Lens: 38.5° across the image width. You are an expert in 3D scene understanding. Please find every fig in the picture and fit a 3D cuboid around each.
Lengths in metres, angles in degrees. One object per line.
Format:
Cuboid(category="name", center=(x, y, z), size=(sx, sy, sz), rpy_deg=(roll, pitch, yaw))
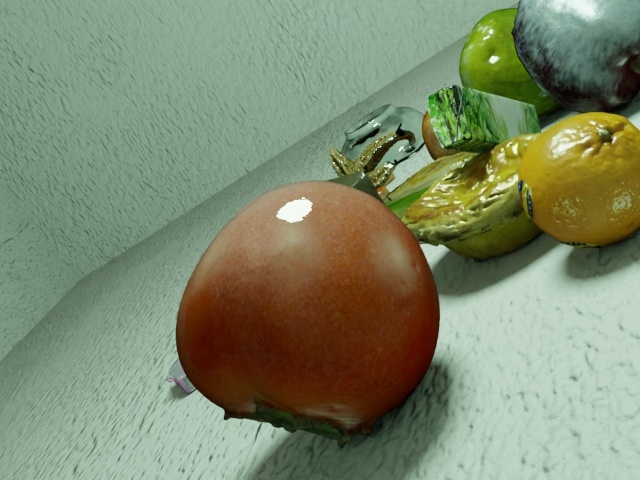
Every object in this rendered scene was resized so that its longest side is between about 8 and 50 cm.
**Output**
Cuboid(category="fig", center=(0.426, -0.321, 1.786), size=(0.233, 0.314, 0.233), rpy_deg=(-62, -5, -10))

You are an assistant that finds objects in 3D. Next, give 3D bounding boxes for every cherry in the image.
Cuboid(category="cherry", center=(0.473, -0.348, 1.567), size=(0.218, 0.296, 0.255), rpy_deg=(-6, -49, -54))

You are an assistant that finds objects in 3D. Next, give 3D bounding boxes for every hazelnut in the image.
Cuboid(category="hazelnut", center=(0.288, -0.225, 1.904), size=(0.150, 0.150, 0.150), rpy_deg=(-33, 13, 9))

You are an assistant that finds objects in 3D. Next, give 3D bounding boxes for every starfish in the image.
Cuboid(category="starfish", center=(0.076, -0.106, 1.821), size=(0.303, 0.113, 0.312), rpy_deg=(-61, 18, 15))

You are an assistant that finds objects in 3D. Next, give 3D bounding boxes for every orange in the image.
Cuboid(category="orange", center=(0.335, -0.076, 1.143), size=(0.178, 0.155, 0.177), rpy_deg=(-12, 28, 6))

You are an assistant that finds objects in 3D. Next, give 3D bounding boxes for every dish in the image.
Cuboid(category="dish", center=(0.153, -0.266, 2.373), size=(0.303, 0.120, 0.303), rpy_deg=(-33, 12, 8))

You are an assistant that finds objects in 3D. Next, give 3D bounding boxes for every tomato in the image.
Cuboid(category="tomato", center=(-0.008, 0.080, 1.108), size=(0.322, 0.321, 0.321), rpy_deg=(-33, 13, 9))

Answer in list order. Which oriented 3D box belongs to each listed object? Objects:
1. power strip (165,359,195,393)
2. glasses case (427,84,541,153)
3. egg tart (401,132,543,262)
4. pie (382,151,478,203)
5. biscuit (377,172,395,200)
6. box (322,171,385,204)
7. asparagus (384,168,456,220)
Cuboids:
Cuboid(category="power strip", center=(-0.172, 0.188, 1.736), size=(0.279, 0.037, 0.109), rpy_deg=(-38, 15, -17))
Cuboid(category="glasses case", center=(0.279, -0.189, 1.518), size=(0.062, 0.095, 0.272), rpy_deg=(-19, -13, 38))
Cuboid(category="egg tart", center=(0.261, -0.055, 1.363), size=(0.295, 0.116, 0.295), rpy_deg=(-30, 10, 6))
Cuboid(category="pie", center=(0.221, -0.111, 1.745), size=(0.128, 0.068, 0.282), rpy_deg=(-49, 11, -36))
Cuboid(category="biscuit", center=(0.098, -0.116, 2.158), size=(0.166, 0.036, 0.250), rpy_deg=(-29, 14, 18))
Cuboid(category="box", center=(-0.002, 0.001, 1.611), size=(0.143, 0.184, 0.273), rpy_deg=(-43, 21, -31))
Cuboid(category="asparagus", center=(0.225, -0.072, 1.601), size=(0.343, 0.082, 0.085), rpy_deg=(-22, -25, 35))
